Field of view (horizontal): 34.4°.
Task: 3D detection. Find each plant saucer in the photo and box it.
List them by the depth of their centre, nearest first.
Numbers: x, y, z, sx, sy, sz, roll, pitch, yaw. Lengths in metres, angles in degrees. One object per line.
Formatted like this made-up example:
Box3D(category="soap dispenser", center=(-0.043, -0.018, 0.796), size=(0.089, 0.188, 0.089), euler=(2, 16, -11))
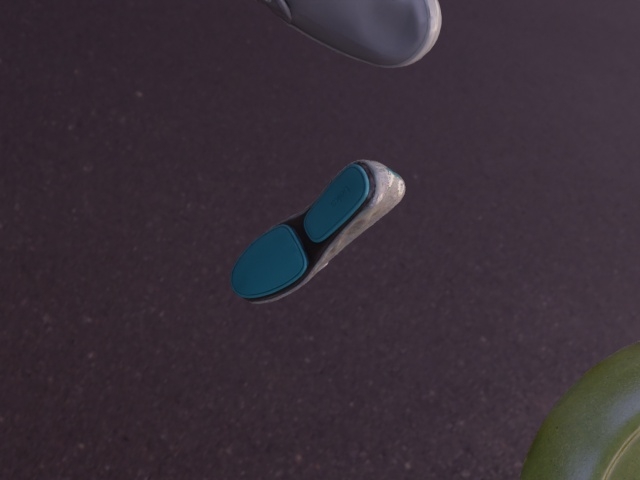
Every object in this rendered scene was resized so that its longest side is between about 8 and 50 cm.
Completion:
Box3D(category="plant saucer", center=(0.235, 0.176, 0.623), size=(0.241, 0.241, 0.037), euler=(31, -5, -10))

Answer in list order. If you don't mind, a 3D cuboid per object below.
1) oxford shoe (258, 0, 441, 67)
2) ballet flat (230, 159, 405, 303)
Box3D(category="oxford shoe", center=(-0.063, -0.342, 1.186), size=(0.449, 0.169, 0.130), euler=(39, 36, 6))
Box3D(category="ballet flat", center=(0.000, 0.000, 0.794), size=(0.052, 0.168, 0.057), euler=(7, 53, -48))
